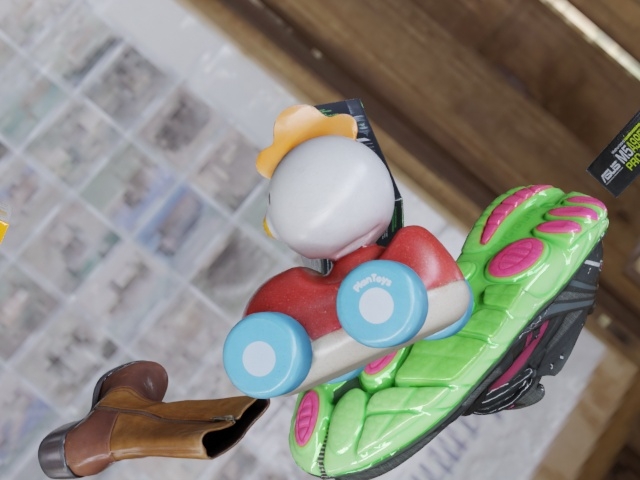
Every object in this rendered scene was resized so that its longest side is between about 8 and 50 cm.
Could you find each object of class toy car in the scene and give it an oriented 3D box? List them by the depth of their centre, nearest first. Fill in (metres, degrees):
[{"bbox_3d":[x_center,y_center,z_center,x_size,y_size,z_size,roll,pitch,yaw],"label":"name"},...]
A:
[{"bbox_3d":[0.000,0.000,1.337,0.210,0.238,0.219,-25,171,16],"label":"toy car"}]

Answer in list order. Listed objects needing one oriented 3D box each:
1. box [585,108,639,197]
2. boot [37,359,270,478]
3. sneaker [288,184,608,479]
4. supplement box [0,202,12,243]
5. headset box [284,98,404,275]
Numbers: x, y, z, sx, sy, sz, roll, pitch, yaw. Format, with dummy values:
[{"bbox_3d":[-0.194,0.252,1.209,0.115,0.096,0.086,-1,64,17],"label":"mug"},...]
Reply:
[{"bbox_3d":[0.471,-0.191,1.918,0.216,0.060,0.270,-43,173,-28],"label":"box"},{"bbox_3d":[-0.190,0.212,1.945,0.280,0.096,0.264,-13,-171,31],"label":"boot"},{"bbox_3d":[0.164,0.122,1.579,0.185,0.202,0.483,15,-141,42],"label":"sneaker"},{"bbox_3d":[-0.375,-0.023,1.656,0.036,0.062,0.098,-66,-167,7],"label":"supplement box"},{"bbox_3d":[0.032,-0.050,2.377,0.283,0.131,0.246,-110,-167,-48],"label":"headset box"}]
